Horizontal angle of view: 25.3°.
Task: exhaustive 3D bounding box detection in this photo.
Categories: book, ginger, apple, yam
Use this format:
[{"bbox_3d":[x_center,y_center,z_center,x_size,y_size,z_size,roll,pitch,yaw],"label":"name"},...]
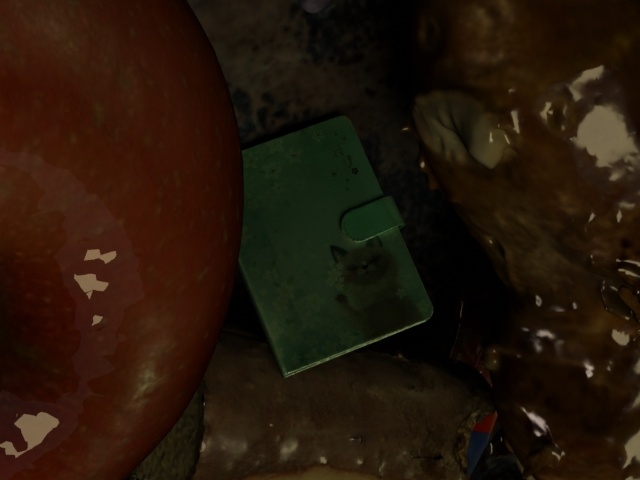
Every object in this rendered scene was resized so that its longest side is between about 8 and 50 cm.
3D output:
[{"bbox_3d":[0.000,0.000,0.839,0.103,0.135,0.017,-20,168,-12],"label":"book"},{"bbox_3d":[0.162,0.013,0.846,0.254,0.176,0.418,-58,132,-28],"label":"ginger"},{"bbox_3d":[-0.202,-0.027,0.617,0.348,0.277,0.348,-13,127,-18],"label":"apple"},{"bbox_3d":[-0.012,0.114,0.904,0.238,0.129,0.128,12,129,-34],"label":"yam"}]

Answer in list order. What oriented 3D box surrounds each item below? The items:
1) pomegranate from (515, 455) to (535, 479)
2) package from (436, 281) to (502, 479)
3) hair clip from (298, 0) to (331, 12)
[{"bbox_3d":[0.288,0.212,1.041,0.306,0.242,0.242,22,110,-35],"label":"pomegranate"},{"bbox_3d":[0.101,0.113,1.024,0.083,0.022,0.200,7,119,-29],"label":"package"},{"bbox_3d":[0.069,-0.209,0.741,0.278,0.137,0.090,-26,87,2],"label":"hair clip"}]
